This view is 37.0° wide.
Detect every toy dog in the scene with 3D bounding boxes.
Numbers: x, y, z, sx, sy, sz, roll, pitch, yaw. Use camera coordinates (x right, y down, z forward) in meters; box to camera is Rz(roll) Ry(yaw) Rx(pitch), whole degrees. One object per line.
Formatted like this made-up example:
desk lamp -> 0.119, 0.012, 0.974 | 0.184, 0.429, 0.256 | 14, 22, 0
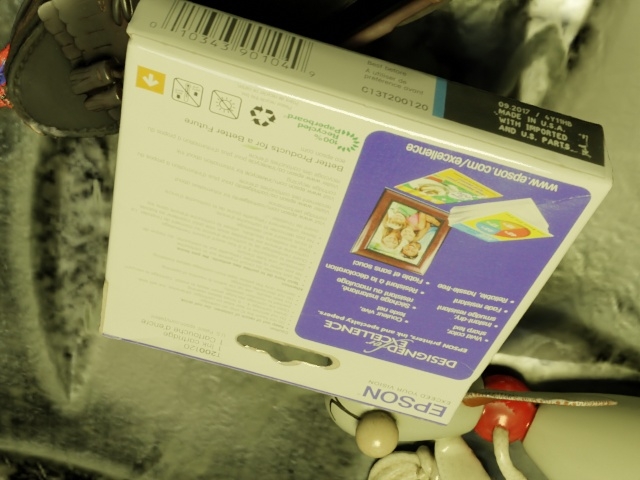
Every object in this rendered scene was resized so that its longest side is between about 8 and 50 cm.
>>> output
toy dog -> 0.167, 0.160, 0.582 | 0.333, 0.161, 0.220 | -2, 121, 11

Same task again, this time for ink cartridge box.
ink cartridge box -> 0.000, 0.000, 0.465 | 0.206, 0.045, 0.208 | 16, 138, -4

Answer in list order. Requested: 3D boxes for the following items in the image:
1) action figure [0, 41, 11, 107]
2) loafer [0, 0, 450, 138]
action figure -> -0.163, -0.104, 0.553 | 0.115, 0.030, 0.038 | -35, 115, 28
loafer -> -0.044, -0.113, 0.445 | 0.302, 0.095, 0.109 | -20, 126, 26
